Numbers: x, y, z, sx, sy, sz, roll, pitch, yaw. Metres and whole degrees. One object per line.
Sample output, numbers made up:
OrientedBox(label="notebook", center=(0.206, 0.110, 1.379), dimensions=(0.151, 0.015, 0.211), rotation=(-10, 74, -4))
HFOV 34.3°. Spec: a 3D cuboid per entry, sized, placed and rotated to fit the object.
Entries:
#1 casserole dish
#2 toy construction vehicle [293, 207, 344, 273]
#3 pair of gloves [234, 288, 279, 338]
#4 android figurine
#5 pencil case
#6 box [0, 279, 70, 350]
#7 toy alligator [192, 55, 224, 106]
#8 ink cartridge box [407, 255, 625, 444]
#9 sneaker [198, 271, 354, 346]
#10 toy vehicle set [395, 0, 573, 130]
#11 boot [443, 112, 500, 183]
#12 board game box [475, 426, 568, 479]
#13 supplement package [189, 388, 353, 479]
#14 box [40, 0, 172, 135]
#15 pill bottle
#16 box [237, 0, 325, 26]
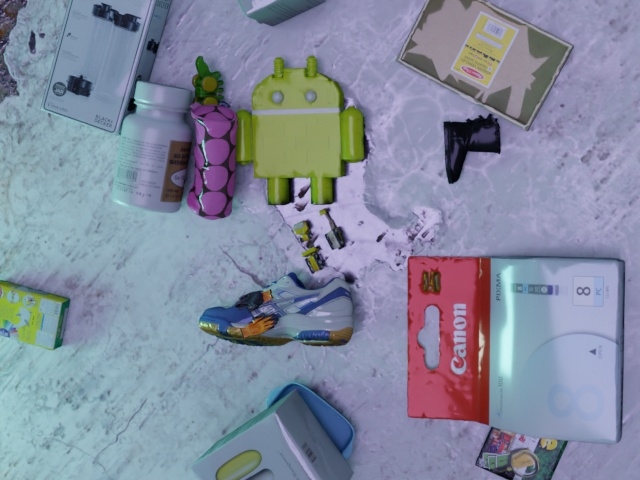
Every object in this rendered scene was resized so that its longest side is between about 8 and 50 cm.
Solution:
OrientedBox(label="casserole dish", center=(-0.018, 0.345, 1.954), dimensions=(0.188, 0.037, 0.114), rotation=(38, 103, 8))
OrientedBox(label="toy construction vehicle", center=(0.000, 0.000, 1.920), dimensions=(0.086, 0.035, 0.098), rotation=(-30, 86, 25))
OrientedBox(label="pair of gloves", center=(-0.116, 0.130, 1.870), dimensions=(0.074, 0.010, 0.083), rotation=(-20, 64, 9))
OrientedBox(label="android figurine", center=(-0.041, -0.200, 1.896), dimensions=(0.248, 0.056, 0.272), rotation=(2, 98, 13))
OrientedBox(label="pencil case", center=(-0.201, -0.145, 1.893), dimensions=(0.098, 0.095, 0.209), rotation=(21, 121, 25))
OrientedBox(label="box", center=(-0.596, 0.146, 2.065), dimensions=(0.179, 0.043, 0.105), rotation=(14, 99, 9))
OrientedBox(label="toy alligator", center=(-0.204, -0.249, 1.933), dimensions=(0.051, 0.056, 0.189), rotation=(-9, 106, -28))
OrientedBox(label="ink cartridge box", center=(0.329, 0.181, 1.807), dimensions=(0.385, 0.091, 0.308), rotation=(1, 93, 19))
OrientedBox(label="sneaker", center=(-0.080, 0.127, 1.927), dimensions=(0.296, 0.112, 0.131), rotation=(0, 74, 14))
OrientedBox(label="toy vehicle set", center=(0.285, -0.327, 1.816), dimensions=(0.267, 0.035, 0.166), rotation=(30, 101, 9))
OrientedBox(label="boot", center=(0.269, -0.162, 1.834), dimensions=(0.099, 0.045, 0.121), rotation=(-3, 95, 10))
OrientedBox(label="board game box", center=(0.389, 0.315, 1.862), dimensions=(0.136, 0.030, 0.259), rotation=(22, 100, 8))
OrientedBox(label="supplement package", center=(-0.087, 0.418, 1.884), dimensions=(0.203, 0.149, 0.194), rotation=(-35, 88, 16))
OrientedBox(label="box", center=(-0.398, -0.357, 1.945), dimensions=(0.169, 0.087, 0.290), rotation=(18, 100, 11))
OrientedBox(label="pill bottle", center=(-0.306, -0.174, 1.919), dimensions=(0.131, 0.131, 0.229), rotation=(12, 98, 12))
OrientedBox(label="box", center=(-0.092, -0.485, 1.812), dimensions=(0.119, 0.181, 0.182), rotation=(-23, 90, 14))
